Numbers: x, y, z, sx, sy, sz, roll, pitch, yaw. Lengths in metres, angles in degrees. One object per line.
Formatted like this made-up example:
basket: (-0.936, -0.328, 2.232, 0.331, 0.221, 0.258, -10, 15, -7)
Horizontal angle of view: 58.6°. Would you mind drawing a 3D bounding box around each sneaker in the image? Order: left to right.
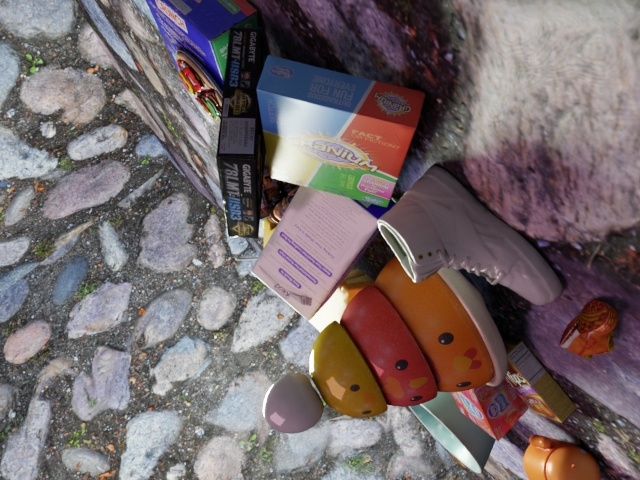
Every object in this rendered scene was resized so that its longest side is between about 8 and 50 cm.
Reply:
sneaker: (0.226, 0.033, 0.918, 0.292, 0.169, 0.108, 44, 165, 15)
sneaker: (0.418, 0.136, 0.858, 0.068, 0.064, 0.175, 24, 165, 16)

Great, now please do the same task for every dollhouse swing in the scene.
dollhouse swing: (0.063, 0.081, 1.598, 0.347, 0.305, 0.315, 40, 140, 35)

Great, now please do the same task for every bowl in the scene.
bowl: (0.423, 0.535, 1.743, 0.311, 0.163, 0.311, 46, 168, 13)

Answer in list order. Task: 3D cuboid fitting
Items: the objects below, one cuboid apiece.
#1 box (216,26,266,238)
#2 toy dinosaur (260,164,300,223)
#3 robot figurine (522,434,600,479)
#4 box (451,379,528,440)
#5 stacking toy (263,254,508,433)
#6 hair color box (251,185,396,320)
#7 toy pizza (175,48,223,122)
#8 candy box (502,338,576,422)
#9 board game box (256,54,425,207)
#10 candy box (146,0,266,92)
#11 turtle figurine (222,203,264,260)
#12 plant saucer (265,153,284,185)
box: (-0.145, -0.197, 1.103, 0.295, 0.074, 0.293, 99, 174, -62)
toy dinosaur: (-0.074, -0.107, 1.397, 0.164, 0.218, 0.322, 28, 157, 55)
robot figurine: (0.571, 0.542, 1.352, 0.219, 0.128, 0.157, 125, 145, -77)
box: (0.396, 0.355, 1.391, 0.128, 0.123, 0.256, 33, 159, 49)
stacking toy: (0.103, 0.252, 1.178, 0.350, 0.480, 0.350, 57, 174, 10)
hair color box: (0.000, 0.000, 1.268, 0.185, 0.110, 0.338, 40, 126, 8)
toy pizza: (-0.257, -0.322, 1.241, 0.201, 0.032, 0.201, 47, 167, 14)
candy box: (0.444, 0.296, 1.223, 0.186, 0.053, 0.109, 51, 168, -2)
board game box: (0.026, -0.169, 0.969, 0.242, 0.064, 0.316, 14, 163, 4)
candy box: (-0.238, -0.426, 1.233, 0.268, 0.122, 0.317, 46, 168, 18)
turtle figurine: (-0.160, -0.010, 1.940, 0.266, 0.197, 0.275, 12, -173, 42)
plant saucer: (-0.152, -0.240, 1.519, 0.240, 0.037, 0.241, 58, -171, -14)
